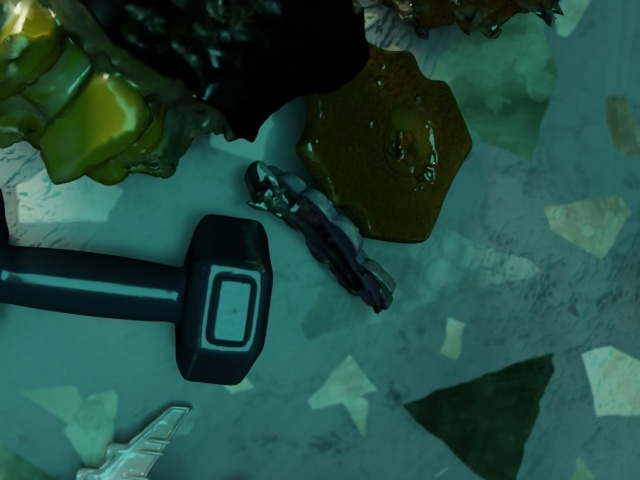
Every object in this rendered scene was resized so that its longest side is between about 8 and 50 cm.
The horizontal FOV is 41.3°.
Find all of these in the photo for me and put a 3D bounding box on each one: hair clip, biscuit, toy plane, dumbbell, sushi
[{"bbox_3d":[-0.001,0.001,0.809,0.052,0.124,0.195,-45,102,-12],"label":"hair clip"},{"bbox_3d":[0.054,-0.103,0.830,0.215,0.034,0.182,36,73,-31],"label":"biscuit"},{"bbox_3d":[-0.191,0.275,0.794,0.255,0.101,0.251,11,79,-13],"label":"toy plane"},{"bbox_3d":[-0.206,0.038,0.757,0.316,0.156,0.143,8,121,-13],"label":"dumbbell"},{"bbox_3d":[-0.161,-0.178,0.680,0.329,0.328,0.285,35,98,-28],"label":"sushi"}]

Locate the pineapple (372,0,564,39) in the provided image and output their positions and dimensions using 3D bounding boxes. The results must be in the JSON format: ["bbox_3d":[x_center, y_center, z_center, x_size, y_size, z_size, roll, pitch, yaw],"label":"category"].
[{"bbox_3d":[0.140,-0.351,0.731,0.352,0.300,0.352,-1,95,-14],"label":"pineapple"}]
